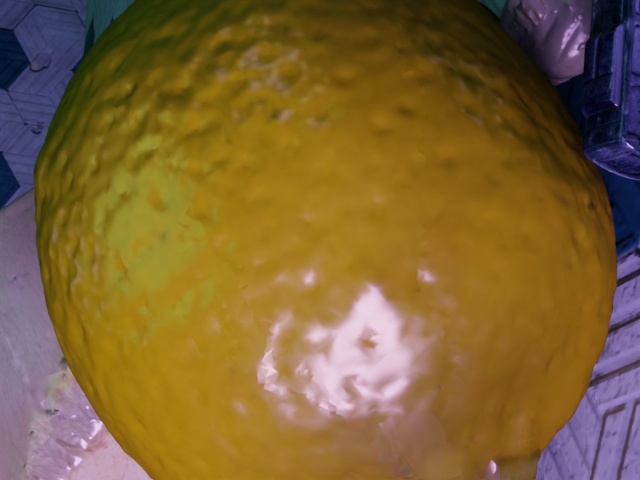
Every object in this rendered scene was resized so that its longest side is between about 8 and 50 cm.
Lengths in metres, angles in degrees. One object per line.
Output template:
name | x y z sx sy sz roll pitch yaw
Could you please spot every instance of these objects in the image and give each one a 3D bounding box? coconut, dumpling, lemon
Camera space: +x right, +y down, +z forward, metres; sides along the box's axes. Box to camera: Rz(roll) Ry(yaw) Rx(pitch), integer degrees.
coconut | -0.152 0.095 0.966 0.309 0.297 0.297 44 127 46
dumpling | 0.138 -0.125 0.725 0.076 0.057 0.052 150 125 -68
lemon | -0.001 -0.002 0.686 0.336 0.336 0.336 -173 90 -72

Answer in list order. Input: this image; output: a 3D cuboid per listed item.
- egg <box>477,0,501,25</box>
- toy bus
egg | 0.090 -0.127 0.837 0.096 0.080 0.080 -98 23 -46
toy bus | 0.168 -0.113 0.621 0.047 0.065 0.166 164 113 -69
